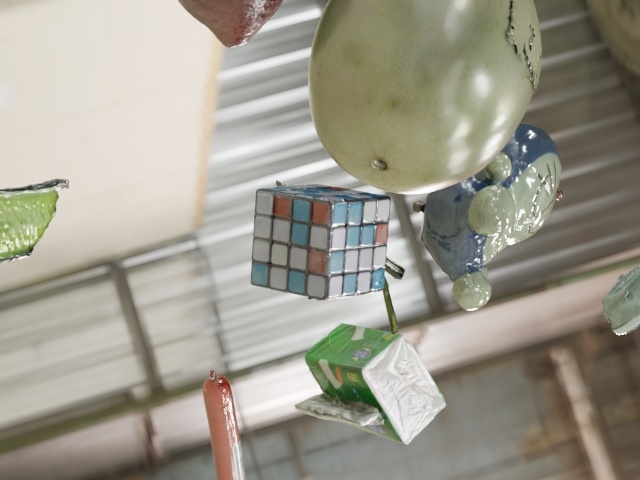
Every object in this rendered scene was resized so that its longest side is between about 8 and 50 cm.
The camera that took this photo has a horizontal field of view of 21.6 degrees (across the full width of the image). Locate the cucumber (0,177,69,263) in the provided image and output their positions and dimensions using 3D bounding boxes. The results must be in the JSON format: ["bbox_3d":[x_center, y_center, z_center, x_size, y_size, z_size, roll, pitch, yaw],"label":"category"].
[{"bbox_3d":[-0.301,-0.014,1.546,0.220,0.046,0.070,-14,97,-63],"label":"cucumber"}]

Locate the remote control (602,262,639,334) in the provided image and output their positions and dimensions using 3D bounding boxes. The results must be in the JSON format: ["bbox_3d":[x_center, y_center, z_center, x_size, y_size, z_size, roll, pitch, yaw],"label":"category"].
[{"bbox_3d":[0.401,0.009,1.805,0.052,0.247,0.104,47,9,0],"label":"remote control"}]

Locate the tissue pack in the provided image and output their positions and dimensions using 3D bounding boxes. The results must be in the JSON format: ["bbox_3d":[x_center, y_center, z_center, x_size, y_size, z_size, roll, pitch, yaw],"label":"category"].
[{"bbox_3d":[0.065,0.238,2.655,0.148,0.156,0.209,56,-21,-19],"label":"tissue pack"}]

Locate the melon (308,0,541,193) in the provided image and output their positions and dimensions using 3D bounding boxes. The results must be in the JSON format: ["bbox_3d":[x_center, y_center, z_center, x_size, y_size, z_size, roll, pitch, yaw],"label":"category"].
[{"bbox_3d":[0.126,-0.214,1.947,0.268,0.268,0.330,88,24,-56],"label":"melon"}]

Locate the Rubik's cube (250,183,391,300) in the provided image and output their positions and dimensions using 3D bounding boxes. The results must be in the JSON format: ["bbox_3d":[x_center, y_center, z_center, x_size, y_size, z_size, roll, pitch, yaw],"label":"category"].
[{"bbox_3d":[0.000,0.000,1.545,0.092,0.092,0.092,11,-79,38],"label":"Rubik's cube"}]

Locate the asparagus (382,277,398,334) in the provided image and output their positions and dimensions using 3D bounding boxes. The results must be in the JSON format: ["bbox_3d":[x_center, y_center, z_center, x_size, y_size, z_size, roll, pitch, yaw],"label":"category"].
[{"bbox_3d":[0.083,0.054,2.238,0.016,0.013,0.166,64,12,-56],"label":"asparagus"}]

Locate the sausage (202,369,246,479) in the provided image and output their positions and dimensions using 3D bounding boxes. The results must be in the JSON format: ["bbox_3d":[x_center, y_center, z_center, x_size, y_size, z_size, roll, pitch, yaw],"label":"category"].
[{"bbox_3d":[-0.098,0.242,1.786,0.034,0.034,0.253,-120,-158,-57],"label":"sausage"}]

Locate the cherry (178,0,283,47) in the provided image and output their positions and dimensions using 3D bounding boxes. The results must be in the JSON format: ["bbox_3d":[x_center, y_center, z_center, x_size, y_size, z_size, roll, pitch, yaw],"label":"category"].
[{"bbox_3d":[-0.098,-0.384,2.034,0.230,0.203,0.300,-164,-97,-70],"label":"cherry"}]

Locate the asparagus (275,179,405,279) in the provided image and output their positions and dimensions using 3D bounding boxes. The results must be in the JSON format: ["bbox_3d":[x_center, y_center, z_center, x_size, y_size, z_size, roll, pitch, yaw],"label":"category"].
[{"bbox_3d":[0.026,-0.015,2.451,0.233,0.023,0.022,35,-3,0],"label":"asparagus"}]

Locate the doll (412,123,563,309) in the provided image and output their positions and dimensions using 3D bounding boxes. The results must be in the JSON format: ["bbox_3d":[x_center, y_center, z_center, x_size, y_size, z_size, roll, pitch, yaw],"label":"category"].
[{"bbox_3d":[0.243,-0.050,2.310,0.154,0.258,0.228,31,-46,29],"label":"doll"}]
